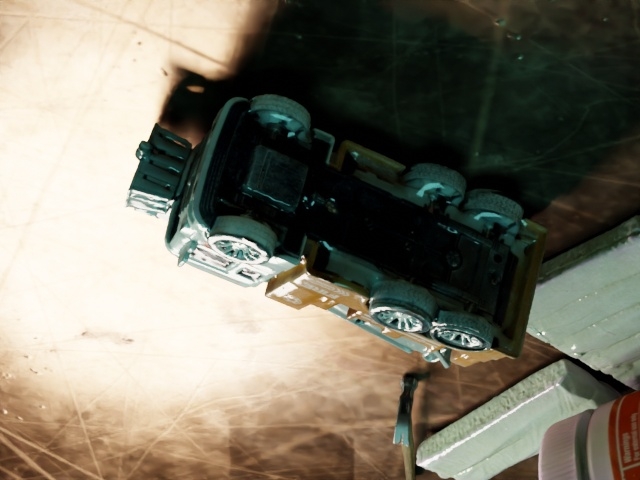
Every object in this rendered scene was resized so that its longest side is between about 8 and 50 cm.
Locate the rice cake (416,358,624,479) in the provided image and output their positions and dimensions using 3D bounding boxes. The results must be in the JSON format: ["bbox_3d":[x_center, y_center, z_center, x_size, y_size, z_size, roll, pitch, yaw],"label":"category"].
[{"bbox_3d":[0.189,0.180,1.745,0.080,0.042,0.222,28,138,-26],"label":"rice cake"}]

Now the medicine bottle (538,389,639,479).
[{"bbox_3d":[0.350,0.237,1.581,0.241,0.252,0.252,-23,131,23],"label":"medicine bottle"}]

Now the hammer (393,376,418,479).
[{"bbox_3d":[0.087,0.205,1.797,0.017,0.062,0.182,6,147,9],"label":"hammer"}]

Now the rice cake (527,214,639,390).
[{"bbox_3d":[0.279,0.054,1.570,0.189,0.037,0.198,30,138,-21],"label":"rice cake"}]

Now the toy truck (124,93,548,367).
[{"bbox_3d":[0.000,0.000,1.506,0.338,0.133,0.184,23,156,-17],"label":"toy truck"}]
